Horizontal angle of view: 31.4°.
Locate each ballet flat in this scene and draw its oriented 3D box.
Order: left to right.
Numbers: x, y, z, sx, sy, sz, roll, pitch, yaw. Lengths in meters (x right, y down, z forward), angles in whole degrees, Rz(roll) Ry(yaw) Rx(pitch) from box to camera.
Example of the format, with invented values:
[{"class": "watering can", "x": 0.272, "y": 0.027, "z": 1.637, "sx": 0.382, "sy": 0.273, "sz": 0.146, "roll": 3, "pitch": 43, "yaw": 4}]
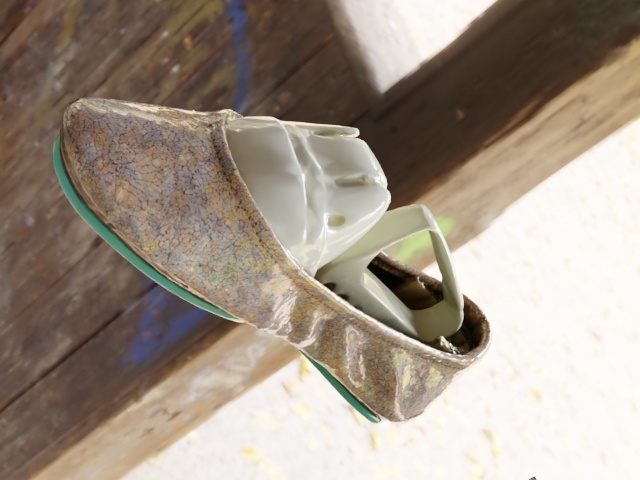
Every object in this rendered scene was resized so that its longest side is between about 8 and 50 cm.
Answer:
[{"class": "ballet flat", "x": 0.000, "y": 0.000, "z": 0.586, "sx": 0.316, "sy": 0.106, "sz": 0.107, "roll": 40, "pitch": 25, "yaw": -50}]

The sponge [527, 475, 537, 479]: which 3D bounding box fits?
[{"class": "sponge", "x": 0.177, "y": 0.266, "z": 0.735, "sx": 0.117, "sy": 0.031, "sz": 0.210, "roll": 63, "pitch": 3, "yaw": -56}]
